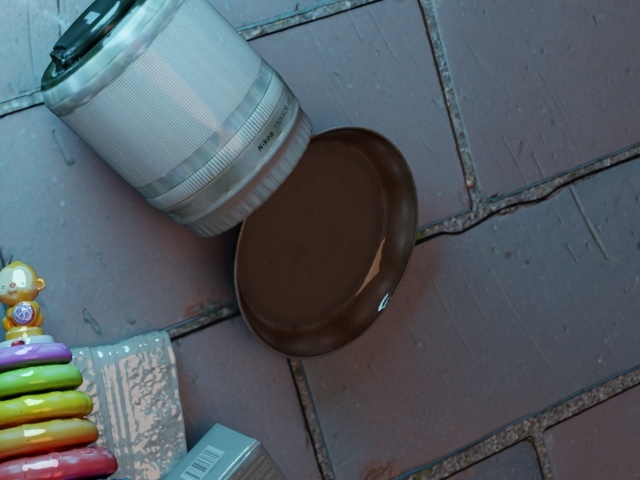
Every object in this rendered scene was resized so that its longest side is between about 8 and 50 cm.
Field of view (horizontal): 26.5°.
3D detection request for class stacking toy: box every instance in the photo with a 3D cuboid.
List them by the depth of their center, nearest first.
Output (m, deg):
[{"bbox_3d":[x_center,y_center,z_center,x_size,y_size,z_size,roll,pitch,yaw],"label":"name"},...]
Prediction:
[{"bbox_3d":[-0.329,0.170,1.560,0.175,0.166,0.302,-11,80,6],"label":"stacking toy"}]

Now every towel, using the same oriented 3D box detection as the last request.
[{"bbox_3d":[-0.258,0.264,1.680,0.187,0.049,0.282,-10,98,-26],"label":"towel"}]

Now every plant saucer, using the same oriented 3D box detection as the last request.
[{"bbox_3d":[0.000,0.000,1.744,0.310,0.050,0.311,-18,118,-38],"label":"plant saucer"}]

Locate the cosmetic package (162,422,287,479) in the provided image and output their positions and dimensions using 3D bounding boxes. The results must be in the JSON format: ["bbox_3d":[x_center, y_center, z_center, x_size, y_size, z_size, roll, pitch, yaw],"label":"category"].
[{"bbox_3d":[-0.089,0.359,1.711,0.127,0.107,0.238,-48,122,-23],"label":"cosmetic package"}]

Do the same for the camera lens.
[{"bbox_3d":[-0.172,-0.165,1.596,0.274,0.219,0.219,45,74,-22],"label":"camera lens"}]
